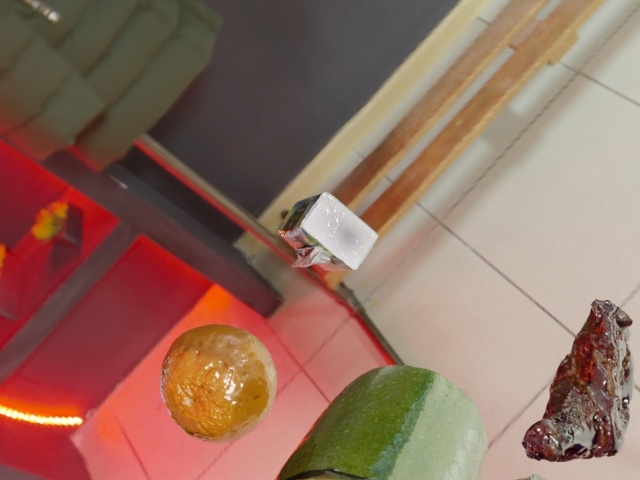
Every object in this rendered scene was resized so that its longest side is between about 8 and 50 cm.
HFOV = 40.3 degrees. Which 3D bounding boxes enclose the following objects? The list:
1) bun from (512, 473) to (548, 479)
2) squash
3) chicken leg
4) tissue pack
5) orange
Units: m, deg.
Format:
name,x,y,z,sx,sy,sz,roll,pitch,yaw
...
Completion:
name,x,y,z,sx,sy,sz,roll,pitch,yaw
bun,0.271,0.386,1.077,0.173,0.113,0.166,44,93,1
squash,0.078,0.355,1.207,0.263,0.384,0.263,4,103,17
chicken leg,0.175,0.100,0.575,0.053,0.093,0.205,3,29,24
tissue pack,0.000,0.001,1.014,0.079,0.085,0.111,-54,13,-12
orange,-0.161,0.225,1.399,0.193,0.161,0.193,2,96,22
